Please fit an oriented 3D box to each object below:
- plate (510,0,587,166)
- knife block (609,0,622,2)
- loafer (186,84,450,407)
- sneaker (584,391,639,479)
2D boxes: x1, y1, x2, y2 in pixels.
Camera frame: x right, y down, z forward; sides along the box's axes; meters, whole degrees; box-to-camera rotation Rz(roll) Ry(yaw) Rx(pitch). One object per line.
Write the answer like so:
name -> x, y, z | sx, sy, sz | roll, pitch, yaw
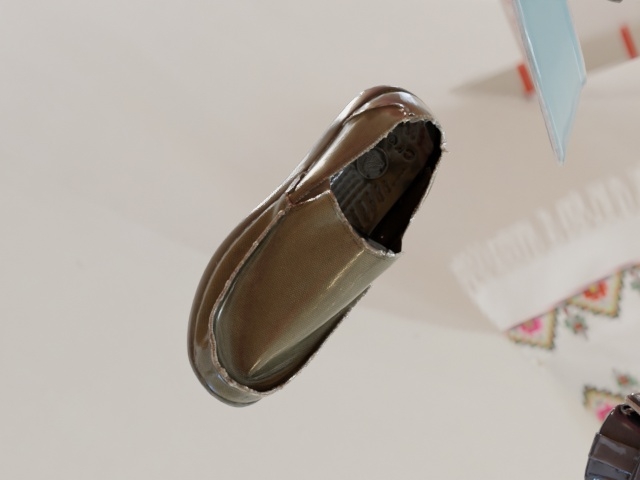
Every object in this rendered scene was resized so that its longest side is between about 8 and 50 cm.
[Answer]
plate -> 0.085, -0.124, 0.658 | 0.024, 0.188, 0.188 | -15, -153, 10
knife block -> 0.210, -0.285, 0.982 | 0.088, 0.242, 0.276 | 26, -135, 10
loafer -> 0.000, 0.000, 1.040 | 0.251, 0.094, 0.087 | -58, -163, -8
sneaker -> 0.188, 0.132, 0.813 | 0.163, 0.226, 0.086 | 27, -91, 41
